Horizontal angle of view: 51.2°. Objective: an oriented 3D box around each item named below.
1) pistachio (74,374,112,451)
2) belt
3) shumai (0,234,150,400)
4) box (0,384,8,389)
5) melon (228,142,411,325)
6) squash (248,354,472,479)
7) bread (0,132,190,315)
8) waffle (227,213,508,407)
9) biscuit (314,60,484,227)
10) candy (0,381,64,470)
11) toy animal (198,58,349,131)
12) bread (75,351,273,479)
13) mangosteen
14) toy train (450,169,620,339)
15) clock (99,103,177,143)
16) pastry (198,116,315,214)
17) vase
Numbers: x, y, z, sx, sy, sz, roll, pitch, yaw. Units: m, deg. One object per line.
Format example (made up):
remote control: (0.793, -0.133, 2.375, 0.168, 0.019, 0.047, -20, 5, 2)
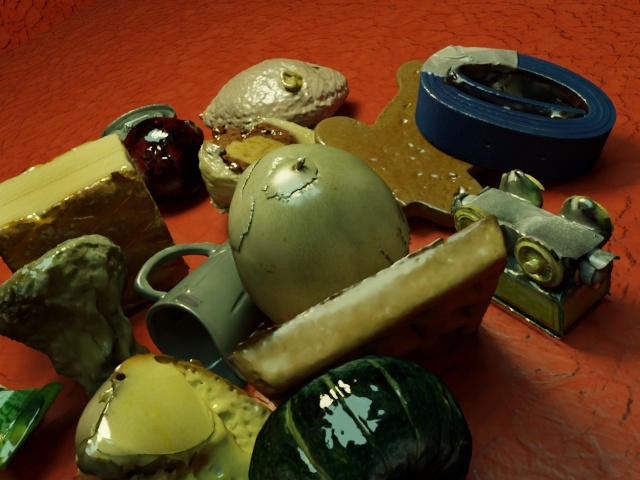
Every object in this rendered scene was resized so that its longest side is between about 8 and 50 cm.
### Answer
pistachio: (-0.286, 0.261, 0.975, 0.125, 0.124, 0.184, -8, 39, 15)
belt: (0.346, -0.237, 1.215, 0.347, 0.117, 0.212, 20, 57, 16)
shumai: (-0.363, 0.129, 1.039, 0.222, 0.272, 0.203, -38, 74, -11)
box: (-0.620, 0.364, 1.056, 0.180, 0.047, 0.325, 14, 49, 34)
melon: (0.000, 0.000, 0.998, 0.269, 0.330, 0.268, -10, 45, 10)
squash: (0.047, 0.245, 0.748, 0.252, 0.252, 0.165, -25, 48, -6)
bread: (-0.424, -0.009, 1.238, 0.279, 0.279, 0.207, -31, 38, -10)
waffle: (0.071, 0.117, 0.856, 0.348, 0.304, 0.077, -28, 68, -7)
biscuit: (0.205, -0.195, 1.306, 0.368, 0.076, 0.394, 27, 58, 22)
candy: (-0.528, 0.271, 1.042, 0.247, 0.069, 0.149, 8, 50, 21)
toy animal: (-0.109, -0.316, 1.541, 0.359, 0.188, 0.226, -16, 26, 5)
bread: (-0.183, 0.269, 0.872, 0.163, 0.262, 0.204, -37, 24, 42)
mangosteen: (-0.344, -0.180, 1.489, 0.210, 0.209, 0.209, -12, 39, 10)
toy train: (0.308, 0.012, 0.974, 0.134, 0.177, 0.261, -35, 41, -19)
clock: (-0.487, -0.296, 1.803, 0.215, 0.042, 0.215, -12, 38, 10)
pastry: (-0.117, -0.140, 1.364, 0.237, 0.170, 0.256, 9, 32, 2)
vase: (-0.165, 0.077, 1.126, 0.251, 0.156, 0.301, 30, 45, 4)
